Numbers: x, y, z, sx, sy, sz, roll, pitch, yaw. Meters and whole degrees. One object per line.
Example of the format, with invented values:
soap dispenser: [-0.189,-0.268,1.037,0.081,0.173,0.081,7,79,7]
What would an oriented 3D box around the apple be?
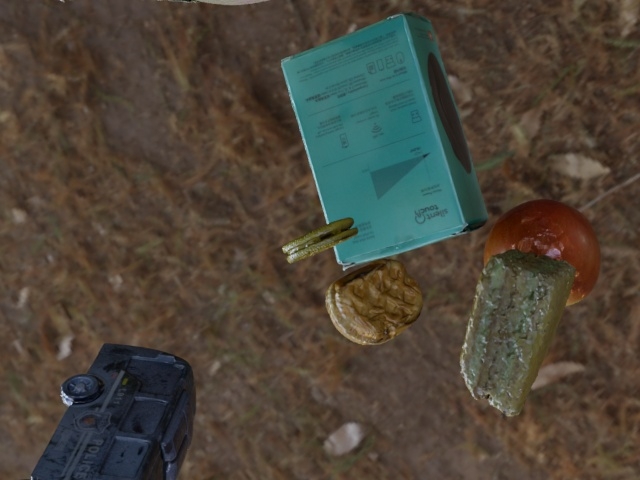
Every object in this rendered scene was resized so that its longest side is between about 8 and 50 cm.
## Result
apple: [0.307,0.020,1.575,0.163,0.163,0.139,-17,64,40]

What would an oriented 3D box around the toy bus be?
toy bus: [-0.106,0.115,0.545,0.065,0.166,0.047,5,122,9]

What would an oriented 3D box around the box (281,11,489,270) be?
box: [0.091,-0.138,1.585,0.205,0.118,0.311,-18,87,28]

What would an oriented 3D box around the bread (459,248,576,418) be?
bread: [0.247,0.112,1.457,0.102,0.138,0.196,20,108,22]

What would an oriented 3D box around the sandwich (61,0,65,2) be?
sandwich: [-0.247,-0.258,0.998,0.113,0.163,0.079,12,106,3]

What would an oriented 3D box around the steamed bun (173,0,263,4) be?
steamed bun: [-0.098,-0.391,1.312,0.333,0.312,0.233,-1,90,42]

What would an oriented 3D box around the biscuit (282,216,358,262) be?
biscuit: [0.000,0.000,1.218,0.084,0.084,0.023,-27,85,41]

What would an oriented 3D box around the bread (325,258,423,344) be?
bread: [0.058,0.065,1.190,0.083,0.110,0.044,56,142,10]
